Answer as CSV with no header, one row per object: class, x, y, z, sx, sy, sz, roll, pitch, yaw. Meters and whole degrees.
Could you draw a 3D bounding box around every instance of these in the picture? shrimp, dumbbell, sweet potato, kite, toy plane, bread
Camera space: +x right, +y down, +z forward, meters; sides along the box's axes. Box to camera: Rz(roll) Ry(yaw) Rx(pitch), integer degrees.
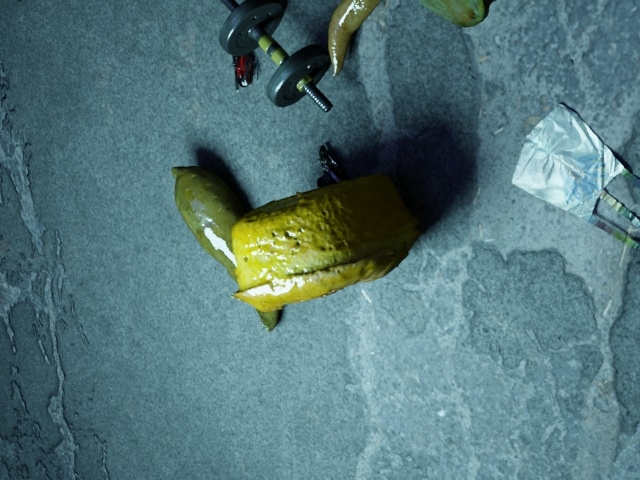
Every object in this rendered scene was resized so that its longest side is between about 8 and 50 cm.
shrimp,0.021,-0.112,1.851,0.091,0.034,0.161,-24,93,40
dumbbell,-0.088,-0.366,1.772,0.325,0.143,0.143,49,129,13
sweet potato,-0.192,0.008,2.009,0.130,0.130,0.422,-29,96,40
sweet potato,0.071,-0.432,1.680,0.067,0.059,0.281,34,127,1
kite,0.468,-0.091,1.528,0.310,0.015,0.169,36,124,23
toy plane,-0.160,-0.371,1.882,0.037,0.060,0.145,-4,88,39
bread,-0.003,0.001,1.720,0.358,0.337,0.204,-19,87,34

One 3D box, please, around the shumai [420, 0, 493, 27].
shumai,0.243,-0.479,1.493,0.203,0.222,0.272,-44,54,-5
